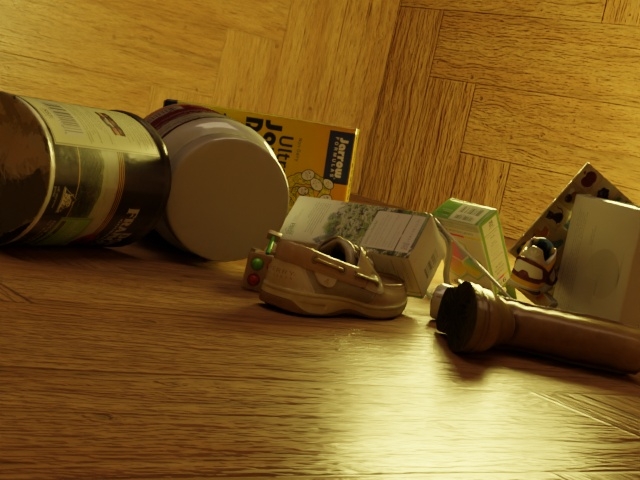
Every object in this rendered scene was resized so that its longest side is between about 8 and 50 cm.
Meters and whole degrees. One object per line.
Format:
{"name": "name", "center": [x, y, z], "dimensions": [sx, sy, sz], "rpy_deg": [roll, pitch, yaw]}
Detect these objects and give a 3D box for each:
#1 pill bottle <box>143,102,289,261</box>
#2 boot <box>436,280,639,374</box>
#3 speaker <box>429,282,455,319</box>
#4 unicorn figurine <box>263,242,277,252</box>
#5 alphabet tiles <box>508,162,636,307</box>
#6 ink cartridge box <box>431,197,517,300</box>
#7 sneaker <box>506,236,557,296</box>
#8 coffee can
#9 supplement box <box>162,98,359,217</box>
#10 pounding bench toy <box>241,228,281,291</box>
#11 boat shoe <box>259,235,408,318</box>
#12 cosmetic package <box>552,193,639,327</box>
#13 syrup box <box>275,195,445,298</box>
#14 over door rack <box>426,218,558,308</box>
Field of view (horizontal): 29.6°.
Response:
{"name": "pill bottle", "center": [-0.188, -0.097, 1.960], "dimensions": [0.224, 0.224, 0.392], "rpy_deg": [11, 8, -18]}
{"name": "boot", "center": [0.302, 0.120, 1.584], "dimensions": [0.270, 0.089, 0.236], "rpy_deg": [13, 6, -3]}
{"name": "speaker", "center": [0.231, 0.104, 1.749], "dimensions": [0.136, 0.055, 0.055], "rpy_deg": [15, 6, 22]}
{"name": "unicorn figurine", "center": [-0.106, 0.001, 2.097], "dimensions": [0.162, 0.060, 0.111], "rpy_deg": [27, -3, 5]}
{"name": "alphabet tiles", "center": [0.435, 0.016, 2.042], "dimensions": [0.198, 0.237, 0.009], "rpy_deg": [37, 9, -22]}
{"name": "ink cartridge box", "center": [0.278, 0.033, 2.175], "dimensions": [0.109, 0.209, 0.062], "rpy_deg": [17, 45, 43]}
{"name": "sneaker", "center": [0.352, 0.034, 1.931], "dimensions": [0.069, 0.084, 0.185], "rpy_deg": [27, 16, 12]}
{"name": "coffee can", "center": [-0.363, -0.091, 1.653], "dimensions": [0.201, 0.201, 0.275], "rpy_deg": [15, 6, 26]}
{"name": "supplement box", "center": [-0.117, -0.143, 2.267], "dimensions": [0.357, 0.194, 0.195], "rpy_deg": [9, 6, 2]}
{"name": "pounding bench toy", "center": [-0.075, 0.028, 1.688], "dimensions": [0.052, 0.083, 0.065], "rpy_deg": [12, 5, -1]}
{"name": "boat shoe", "center": [0.033, 0.047, 1.654], "dimensions": [0.109, 0.098, 0.302], "rpy_deg": [16, 6, 35]}
{"name": "cosmetic package", "center": [0.488, 0.056, 1.922], "dimensions": [0.138, 0.224, 0.225], "rpy_deg": [10, 6, -18]}
{"name": "syrup box", "center": [0.058, 0.008, 1.843], "dimensions": [0.237, 0.093, 0.096], "rpy_deg": [8, -39, 30]}
{"name": "over door rack", "center": [0.185, 0.056, 1.980], "dimensions": [0.239, 0.108, 0.324], "rpy_deg": [7, 22, -44]}
